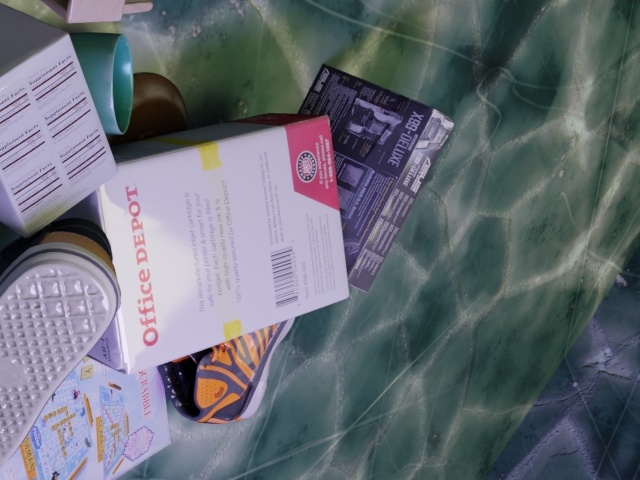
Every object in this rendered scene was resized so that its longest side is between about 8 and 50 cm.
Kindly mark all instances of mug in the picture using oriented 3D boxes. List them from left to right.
[{"bbox_3d":[-0.301,-0.192,1.527,0.129,0.097,0.158,-86,177,-50],"label":"mug"}]

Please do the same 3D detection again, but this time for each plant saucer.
[{"bbox_3d":[-0.257,-0.140,1.690,0.198,0.036,0.199,-28,132,-37],"label":"plant saucer"}]

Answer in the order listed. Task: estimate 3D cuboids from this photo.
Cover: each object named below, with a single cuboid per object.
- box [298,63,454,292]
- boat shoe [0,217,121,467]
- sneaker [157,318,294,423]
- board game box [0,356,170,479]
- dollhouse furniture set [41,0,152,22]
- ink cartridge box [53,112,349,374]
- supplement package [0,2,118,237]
[{"bbox_3d":[0.040,-0.105,1.904,0.076,0.242,0.307,26,91,-54],"label":"box"},{"bbox_3d":[-0.421,0.155,1.483,0.186,0.156,0.500,37,115,-21],"label":"boat shoe"},{"bbox_3d":[-0.146,0.138,1.845,0.180,0.124,0.321,6,98,-53],"label":"sneaker"},{"bbox_3d":[-0.376,0.252,1.771,0.318,0.066,0.319,-29,133,-37],"label":"board game box"},{"bbox_3d":[-0.247,-0.443,1.290,0.198,0.286,0.303,-17,137,-45],"label":"dollhouse furniture set"},{"bbox_3d":[-0.166,-0.011,1.650,0.384,0.160,0.279,-17,108,-36],"label":"ink cartridge box"},{"bbox_3d":[-0.378,-0.150,1.397,0.149,0.194,0.203,-41,139,-28],"label":"supplement package"}]
